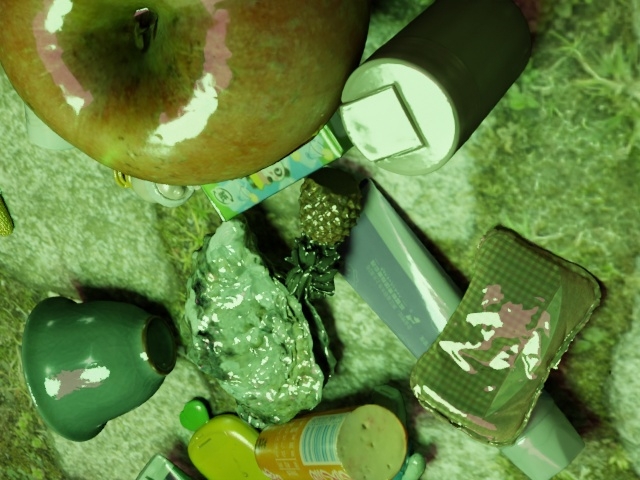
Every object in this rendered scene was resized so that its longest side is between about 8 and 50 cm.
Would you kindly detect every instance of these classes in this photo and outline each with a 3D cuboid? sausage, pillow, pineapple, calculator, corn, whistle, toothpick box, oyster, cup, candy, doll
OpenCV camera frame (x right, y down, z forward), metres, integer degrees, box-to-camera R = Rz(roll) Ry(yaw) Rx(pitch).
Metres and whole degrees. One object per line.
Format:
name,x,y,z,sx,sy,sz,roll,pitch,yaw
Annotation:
sausage,-0.006,0.255,1.344,0.093,0.093,0.312,50,153,-7
pillow,0.187,0.104,1.135,0.135,0.034,0.211,28,101,10
pineapple,0.000,0.000,1.200,0.074,0.074,0.159,25,124,17
calculator,-0.110,0.315,1.537,0.235,0.032,0.146,44,134,-4
corn,-0.445,-0.044,1.510,0.027,0.028,0.083,-2,124,28
whistle,0.080,0.280,1.359,0.114,0.077,0.235,23,130,33
toothpick box,0.105,-0.144,0.968,0.111,0.180,0.111,17,129,23
oyster,-0.090,0.100,1.320,0.198,0.112,0.267,-20,106,41
cup,-0.273,0.154,1.450,0.150,0.199,0.199,-16,112,21
candy,-0.033,-0.094,1.154,0.194,0.097,0.062,-27,100,42
doll,-0.176,-0.072,1.291,0.127,0.073,0.084,10,159,33

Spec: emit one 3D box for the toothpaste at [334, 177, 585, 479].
toothpaste,0.136,0.102,1.200,0.371,0.080,0.125,48,133,5

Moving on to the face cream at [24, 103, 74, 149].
face cream,-0.303,-0.233,1.244,0.082,0.082,0.269,21,130,20

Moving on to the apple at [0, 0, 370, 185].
apple,-0.112,-0.217,0.980,0.338,0.305,0.338,8,114,18

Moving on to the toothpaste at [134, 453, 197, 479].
toothpaste,-0.094,0.439,1.565,0.392,0.061,0.099,34,119,-4
